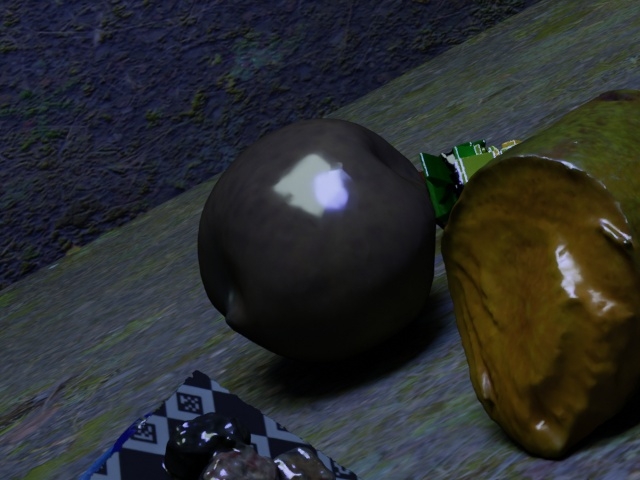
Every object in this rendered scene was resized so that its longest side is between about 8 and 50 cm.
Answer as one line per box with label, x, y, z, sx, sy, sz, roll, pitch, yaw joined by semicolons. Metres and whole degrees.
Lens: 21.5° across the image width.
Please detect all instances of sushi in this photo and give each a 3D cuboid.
sushi;-0.057;0.202;1.395;0.047;0.219;0.231;-63;-9;32

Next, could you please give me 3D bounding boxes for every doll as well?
doll;0.218;-0.082;2.204;0.186;0.106;0.134;-11;-29;-7

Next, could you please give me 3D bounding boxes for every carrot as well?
carrot;0.244;0.012;1.537;0.241;0.242;0.340;-11;18;45

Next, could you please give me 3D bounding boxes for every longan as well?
longan;0.000;0.000;1.938;0.288;0.288;0.350;-25;22;-5

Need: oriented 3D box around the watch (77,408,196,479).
watch;-0.161;0.259;1.497;0.200;0.171;0.196;-33;7;39
